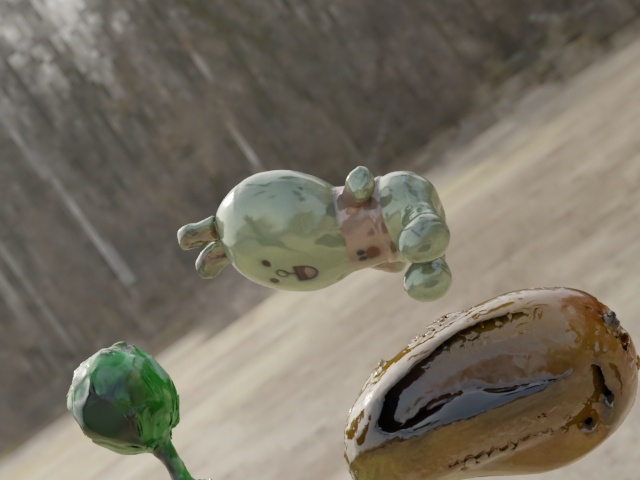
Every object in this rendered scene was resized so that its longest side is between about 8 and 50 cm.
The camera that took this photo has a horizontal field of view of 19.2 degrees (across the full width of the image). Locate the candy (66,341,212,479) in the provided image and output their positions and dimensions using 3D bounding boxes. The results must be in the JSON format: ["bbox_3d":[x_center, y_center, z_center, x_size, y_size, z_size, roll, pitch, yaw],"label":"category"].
[{"bbox_3d":[-0.103,0.230,1.651,0.097,0.323,0.097,-37,-3,-2],"label":"candy"}]

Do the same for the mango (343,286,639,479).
[{"bbox_3d":[0.132,0.128,1.504,0.248,0.156,0.151,-29,14,1],"label":"mango"}]

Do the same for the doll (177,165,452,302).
[{"bbox_3d":[0.006,-0.011,1.775,0.275,0.155,0.113,2,56,25],"label":"doll"}]
